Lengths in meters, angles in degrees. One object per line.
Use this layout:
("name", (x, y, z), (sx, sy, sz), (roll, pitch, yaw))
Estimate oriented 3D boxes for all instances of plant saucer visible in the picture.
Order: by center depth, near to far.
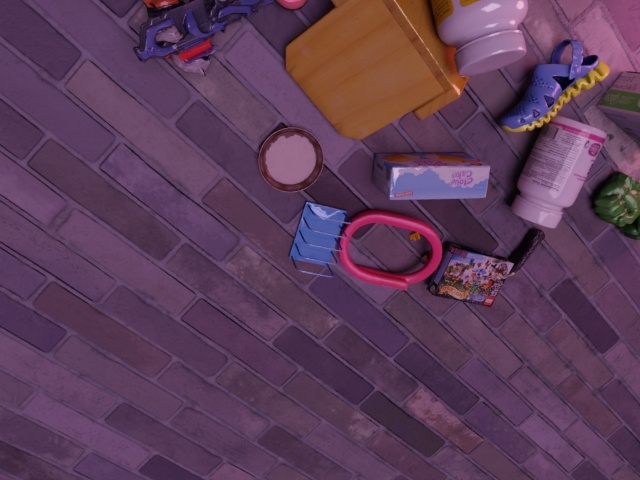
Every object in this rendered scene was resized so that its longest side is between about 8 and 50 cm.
("plant saucer", (-0.076, -0.207, 1.317), (0.169, 0.029, 0.168), (-5, 114, -11))

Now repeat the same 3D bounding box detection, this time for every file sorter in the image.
("file sorter", (0.000, 0.000, 1.380), (0.118, 0.104, 0.170), (12, 109, -17))

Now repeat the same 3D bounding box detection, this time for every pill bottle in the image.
("pill bottle", (0.323, -0.533, 1.079), (0.188, 0.188, 0.333), (-13, 91, -8))
("pill bottle", (0.646, -0.188, 1.420), (0.160, 0.160, 0.283), (13, 109, -18))

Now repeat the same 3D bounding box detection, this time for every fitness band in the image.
("fitness band", (0.195, 0.025, 1.442), (0.291, 0.054, 0.208), (13, 110, -5))

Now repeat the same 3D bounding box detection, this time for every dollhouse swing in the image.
("dollhouse swing", (0.145, -0.475, 1.240), (0.347, 0.305, 0.315), (45, 55, -24))

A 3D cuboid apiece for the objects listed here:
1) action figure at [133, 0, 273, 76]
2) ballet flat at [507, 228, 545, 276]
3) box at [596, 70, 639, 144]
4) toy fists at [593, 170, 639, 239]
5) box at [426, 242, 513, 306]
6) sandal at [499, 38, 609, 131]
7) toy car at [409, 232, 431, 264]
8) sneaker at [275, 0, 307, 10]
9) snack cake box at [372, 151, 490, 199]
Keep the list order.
("action figure", (-0.287, -0.525, 1.098), (0.341, 0.179, 0.330), (-30, 126, -30))
("ballet flat", (0.625, 0.042, 1.568), (0.049, 0.057, 0.173), (27, 105, -27))
("box", (0.932, -0.331, 1.370), (0.231, 0.262, 0.126), (28, 104, -23))
("toy fists", (0.955, -0.089, 1.569), (0.279, 0.096, 0.142), (26, 105, -23))
("box", (0.451, 0.107, 1.545), (0.233, 0.044, 0.159), (13, 108, -26))
("sandal", (0.591, -0.405, 1.346), (0.317, 0.126, 0.138), (-40, 112, -4))
("toy car", (0.301, 0.024, 1.508), (0.041, 0.060, 0.122), (-18, 103, 43))
("sneaker", (-0.078, -0.650, 1.072), (0.116, 0.136, 0.313), (-9, 114, -8))
("snack cake box", (0.284, -0.172, 1.347), (0.265, 0.152, 0.089), (-2, 112, -12))
